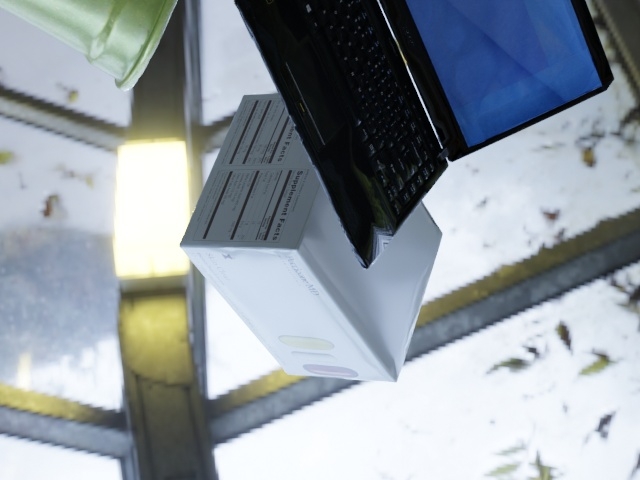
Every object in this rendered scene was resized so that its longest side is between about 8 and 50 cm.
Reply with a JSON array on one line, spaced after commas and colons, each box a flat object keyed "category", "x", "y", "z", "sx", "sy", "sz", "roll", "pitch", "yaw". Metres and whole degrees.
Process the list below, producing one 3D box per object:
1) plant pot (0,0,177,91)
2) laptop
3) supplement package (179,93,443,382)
[{"category": "plant pot", "x": -0.295, "y": -0.345, "z": 1.621, "sx": 0.254, "sy": 0.276, "sz": 0.276, "roll": 20, "pitch": -145, "yaw": -17}, {"category": "laptop", "x": 0.092, "y": -0.150, "z": 1.083, "sx": 0.137, "sy": 0.234, "sz": 0.264, "roll": -11, "pitch": -155, "yaw": 36}, {"category": "supplement package", "x": 0.000, "y": 0.000, "z": 1.511, "sx": 0.145, "sy": 0.262, "sz": 0.204, "roll": 0, "pitch": -125, "yaw": 31}]
